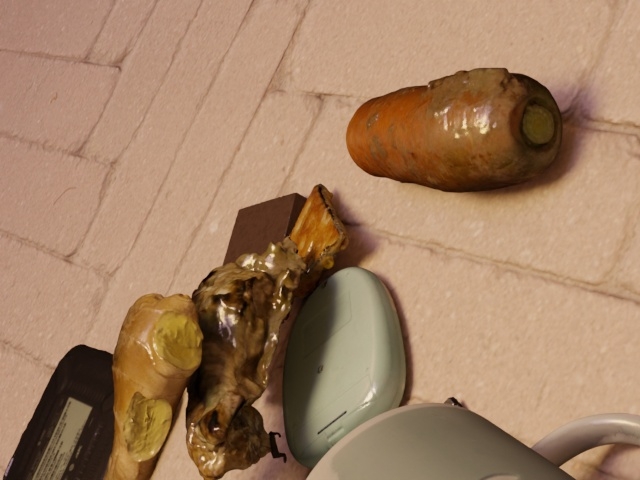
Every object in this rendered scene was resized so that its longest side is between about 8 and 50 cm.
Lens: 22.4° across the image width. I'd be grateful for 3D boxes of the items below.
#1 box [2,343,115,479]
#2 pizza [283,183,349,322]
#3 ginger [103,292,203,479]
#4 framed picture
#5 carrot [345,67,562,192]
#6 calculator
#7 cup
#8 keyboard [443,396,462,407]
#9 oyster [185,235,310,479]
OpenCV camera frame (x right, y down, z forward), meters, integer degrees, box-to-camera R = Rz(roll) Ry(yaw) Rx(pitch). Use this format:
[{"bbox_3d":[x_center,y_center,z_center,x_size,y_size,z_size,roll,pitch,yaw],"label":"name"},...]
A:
[{"bbox_3d":[-0.323,0.292,2.179,0.289,0.073,0.290,13,76,58],"label":"box"},{"bbox_3d":[0.000,0.000,1.956,0.176,0.036,0.185,-31,37,55],"label":"pizza"},{"bbox_3d":[-0.201,0.188,1.783,0.131,0.086,0.295,43,123,46],"label":"ginger"},{"bbox_3d":[-0.082,0.027,2.092,0.128,0.023,0.168,-15,54,49],"label":"framed picture"},{"bbox_3d":[0.141,-0.115,1.791,0.302,0.138,0.139,-6,60,61],"label":"carrot"},{"bbox_3d":[0.022,0.153,1.823,0.184,0.042,0.295,-41,36,30],"label":"calculator"},{"bbox_3d":[0.181,0.276,1.349,0.356,0.259,0.274,-34,29,-15],"label":"cup"},{"bbox_3d":[0.092,0.250,1.675,0.195,0.018,0.060,-51,40,16],"label":"keyboard"},{"bbox_3d":[-0.095,0.144,1.838,0.337,0.133,0.198,-89,13,-47],"label":"oyster"}]
